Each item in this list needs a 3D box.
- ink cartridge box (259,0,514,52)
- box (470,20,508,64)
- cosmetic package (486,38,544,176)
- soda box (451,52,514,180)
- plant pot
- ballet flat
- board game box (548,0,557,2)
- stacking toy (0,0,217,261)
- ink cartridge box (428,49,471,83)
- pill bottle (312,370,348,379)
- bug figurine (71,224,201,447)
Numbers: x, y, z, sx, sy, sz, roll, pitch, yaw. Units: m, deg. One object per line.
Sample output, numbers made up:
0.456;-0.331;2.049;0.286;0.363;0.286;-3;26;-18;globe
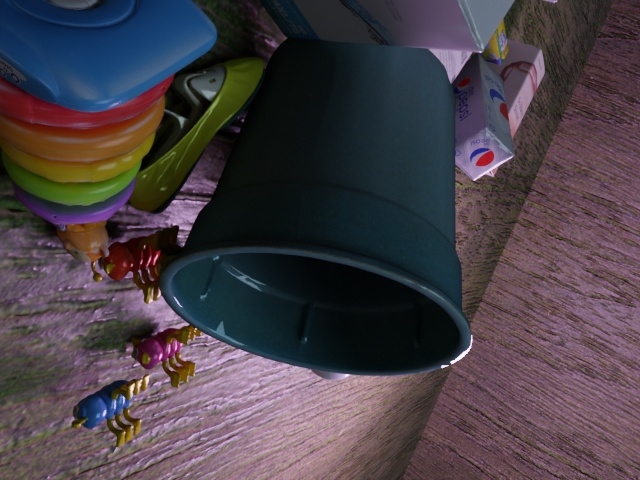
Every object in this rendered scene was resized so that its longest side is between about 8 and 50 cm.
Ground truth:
0.060;-0.331;0.646;0.198;0.270;0.197;-57;137;-14;ink cartridge box
0.321;-0.426;1.343;0.043;0.105;0.179;-64;156;-5;box
0.427;-0.327;1.628;0.296;0.129;0.153;-65;155;1;cosmetic package
0.314;-0.254;1.328;0.098;0.091;0.286;-35;-151;34;soda box
0.022;-0.053;0.794;0.341;0.340;0.334;69;29;-59;plant pot
-0.146;-0.136;0.732;0.231;0.077;0.077;-56;131;-14;ballet flat
0.526;-0.657;1.484;0.275;0.144;0.142;-42;148;-41;board game box
-0.215;-0.081;0.580;0.166;0.175;0.302;-49;166;-42;stacking toy
0.172;-0.310;1.050;0.203;0.085;0.148;-55;155;-16;ink cartridge box
0.040;0.153;1.309;0.136;0.136;0.246;-33;142;-49;pill bottle
-0.215;0.099;0.817;0.216;0.072;0.279;-19;126;-66;bug figurine
